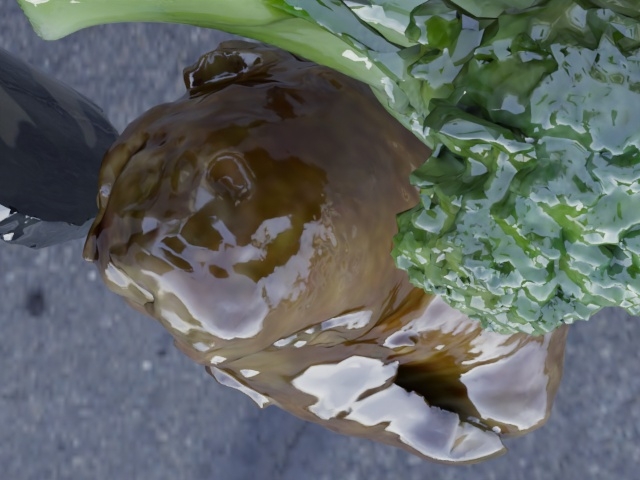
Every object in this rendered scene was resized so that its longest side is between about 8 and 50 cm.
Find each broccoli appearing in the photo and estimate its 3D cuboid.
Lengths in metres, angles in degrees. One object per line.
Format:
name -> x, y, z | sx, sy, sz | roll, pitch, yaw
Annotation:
broccoli -> 0.047, -0.047, 0.596 | 0.302, 0.254, 0.186 | -20, 128, -33

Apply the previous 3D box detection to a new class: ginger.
ginger -> 0.000, 0.000, 0.866 | 0.165, 0.172, 0.321 | -33, 151, 21

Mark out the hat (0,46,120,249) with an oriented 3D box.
hat -> -0.240, -0.156, 0.848 | 0.381, 0.366, 0.257 | 1, 113, -45
